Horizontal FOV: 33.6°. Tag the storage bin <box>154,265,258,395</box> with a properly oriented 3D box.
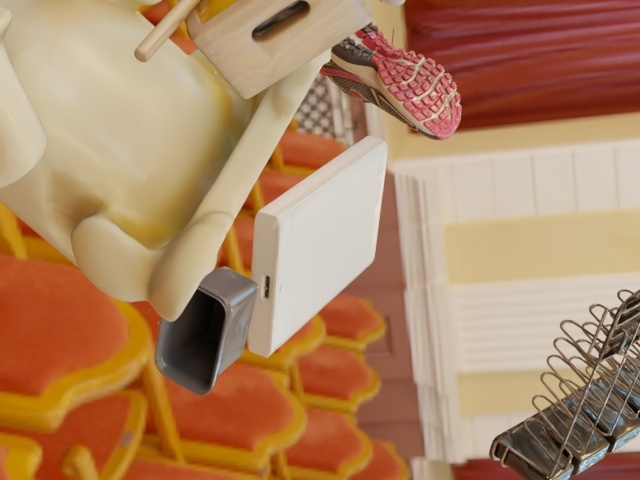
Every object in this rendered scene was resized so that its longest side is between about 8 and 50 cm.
[{"bbox_3d":[-0.132,0.095,1.238,0.091,0.098,0.135,-31,141,-55],"label":"storage bin"}]

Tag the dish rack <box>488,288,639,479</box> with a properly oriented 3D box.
[{"bbox_3d":[0.275,0.101,0.955,0.074,0.208,0.272,44,-39,33],"label":"dish rack"}]

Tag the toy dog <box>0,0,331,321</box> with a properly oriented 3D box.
[{"bbox_3d":[-0.247,-0.139,0.980,0.285,0.408,0.395,-60,-172,-16],"label":"toy dog"}]

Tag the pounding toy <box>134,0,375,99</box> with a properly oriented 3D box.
[{"bbox_3d":[-0.055,-0.173,0.730,0.100,0.141,0.130,47,17,-50],"label":"pounding toy"}]

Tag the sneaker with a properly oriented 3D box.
[{"bbox_3d":[0.112,-0.263,1.762,0.299,0.121,0.112,43,-33,25],"label":"sneaker"}]

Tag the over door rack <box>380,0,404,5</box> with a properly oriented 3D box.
[{"bbox_3d":[0.035,-0.511,1.547,0.108,0.324,0.239,-67,-172,-31],"label":"over door rack"}]

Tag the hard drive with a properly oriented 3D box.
[{"bbox_3d":[0.000,0.000,1.428,0.307,0.040,0.203,-38,140,-53],"label":"hard drive"}]
